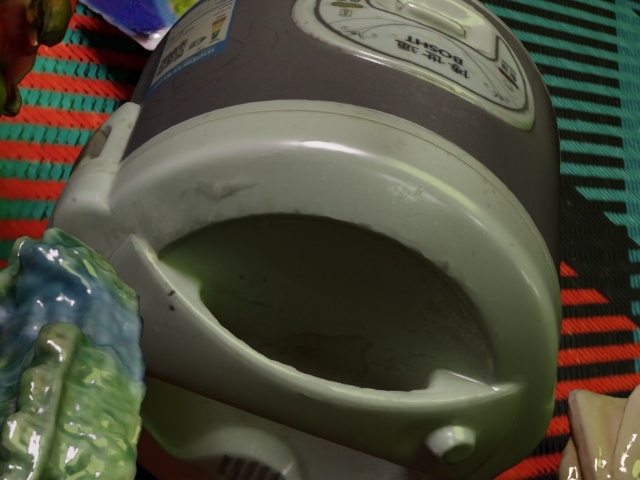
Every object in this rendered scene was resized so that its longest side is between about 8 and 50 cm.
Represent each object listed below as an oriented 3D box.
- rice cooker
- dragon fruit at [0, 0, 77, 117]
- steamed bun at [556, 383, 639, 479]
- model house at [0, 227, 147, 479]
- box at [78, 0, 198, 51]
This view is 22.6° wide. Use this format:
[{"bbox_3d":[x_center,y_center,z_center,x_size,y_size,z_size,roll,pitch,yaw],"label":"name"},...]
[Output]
[{"bbox_3d":[0.000,0.000,0.912,0.288,0.288,0.277,40,32,-18],"label":"rice cooker"},{"bbox_3d":[-0.255,-0.142,0.767,0.302,0.231,0.237,-27,115,-52],"label":"dragon fruit"},{"bbox_3d":[0.378,0.257,1.192,0.428,0.189,0.247,29,51,-20],"label":"steamed bun"},{"bbox_3d":[-0.205,0.057,0.677,0.211,0.170,0.194,33,37,-27],"label":"model house"},{"bbox_3d":[-0.024,-0.178,1.152,0.206,0.291,0.262,52,31,-48],"label":"box"}]
